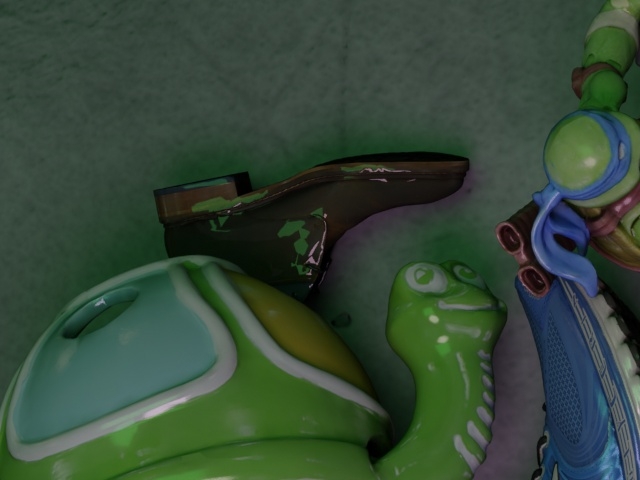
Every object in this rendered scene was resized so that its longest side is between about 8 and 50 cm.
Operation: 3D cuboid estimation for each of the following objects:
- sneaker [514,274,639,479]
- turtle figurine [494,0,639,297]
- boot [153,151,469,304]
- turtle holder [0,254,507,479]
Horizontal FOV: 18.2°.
[{"bbox_3d":[0.153,0.165,1.181,0.147,0.130,0.330,-16,69,17],"label":"sneaker"},{"bbox_3d":[0.239,-0.065,1.130,0.198,0.266,0.275,19,84,28],"label":"turtle figurine"},{"bbox_3d":[0.000,0.000,1.346,0.219,0.082,0.106,-7,94,18],"label":"boot"},{"bbox_3d":[-0.060,0.120,1.220,0.320,0.243,0.227,-40,51,34],"label":"turtle holder"}]
